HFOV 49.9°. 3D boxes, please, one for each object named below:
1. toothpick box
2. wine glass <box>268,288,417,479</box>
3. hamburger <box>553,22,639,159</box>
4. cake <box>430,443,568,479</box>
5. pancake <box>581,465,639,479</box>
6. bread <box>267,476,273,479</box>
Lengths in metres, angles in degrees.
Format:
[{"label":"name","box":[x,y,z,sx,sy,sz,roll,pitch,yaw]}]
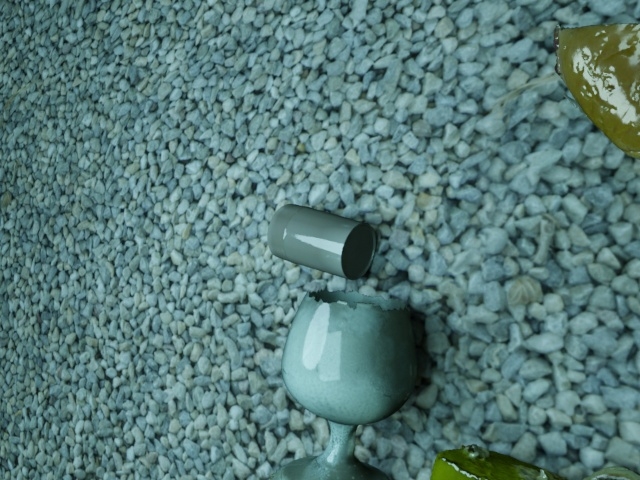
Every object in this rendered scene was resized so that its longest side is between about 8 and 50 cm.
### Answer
[{"label":"toothpick box","box":[0.000,0.000,1.274,0.180,0.111,0.111,16,93,37]},{"label":"wine glass","box":[0.039,0.247,1.131,0.238,0.238,0.323,5,92,38]},{"label":"hamburger","box":[0.458,-0.207,0.934,0.282,0.155,0.245,-4,88,42]},{"label":"cake","box":[0.275,0.382,0.945,0.260,0.179,0.156,12,94,55]},{"label":"pancake","box":[0.415,0.393,0.947,0.158,0.028,0.158,-9,76,39]},{"label":"bread","box":[-0.029,0.512,1.178,0.121,0.174,0.245,-48,63,23]}]
